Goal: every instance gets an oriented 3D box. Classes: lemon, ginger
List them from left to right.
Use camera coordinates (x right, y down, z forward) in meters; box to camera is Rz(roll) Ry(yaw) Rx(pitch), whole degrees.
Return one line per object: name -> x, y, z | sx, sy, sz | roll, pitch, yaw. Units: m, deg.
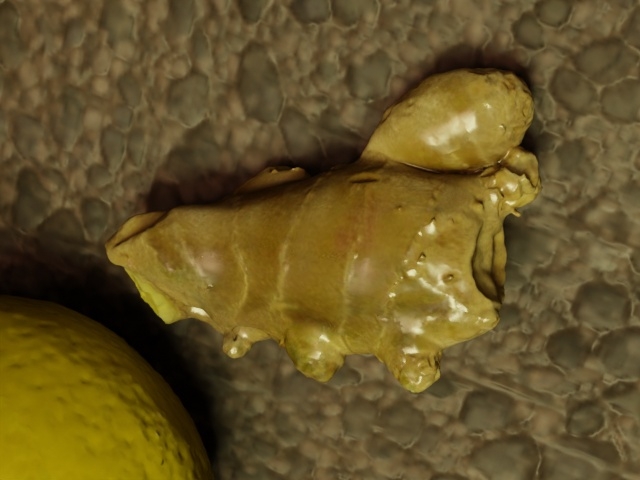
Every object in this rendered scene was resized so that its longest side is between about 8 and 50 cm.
lemon -> -0.146, 0.113, 0.679 | 0.203, 0.178, 0.178 | 45, 117, 0
ginger -> 0.009, 0.010, 0.639 | 0.205, 0.081, 0.115 | -23, 94, 24
